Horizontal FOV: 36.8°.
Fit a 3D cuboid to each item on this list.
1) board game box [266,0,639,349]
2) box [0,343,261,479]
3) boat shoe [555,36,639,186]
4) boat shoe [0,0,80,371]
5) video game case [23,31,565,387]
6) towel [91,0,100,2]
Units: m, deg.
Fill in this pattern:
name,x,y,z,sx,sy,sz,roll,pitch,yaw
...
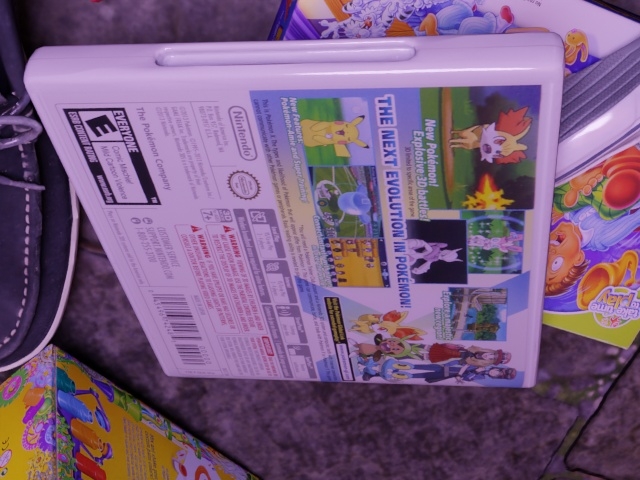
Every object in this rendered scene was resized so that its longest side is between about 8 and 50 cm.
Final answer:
name,x,y,z,sx,sy,sz,roll,pitch,yaw
board game box,0.122,-0.077,0.705,0.347,0.078,0.233,17,113,-14
box,-0.152,0.285,0.712,0.177,0.290,0.279,-39,125,13
boat shoe,0.221,-0.090,0.618,0.226,0.083,0.076,-36,113,10
boat shoe,-0.262,-0.098,0.598,0.187,0.156,0.500,0,124,-5
video game case,0.000,0.000,0.647,0.300,0.036,0.329,1,141,10
towel,-0.086,-0.297,0.601,0.275,0.031,0.199,-28,114,6
